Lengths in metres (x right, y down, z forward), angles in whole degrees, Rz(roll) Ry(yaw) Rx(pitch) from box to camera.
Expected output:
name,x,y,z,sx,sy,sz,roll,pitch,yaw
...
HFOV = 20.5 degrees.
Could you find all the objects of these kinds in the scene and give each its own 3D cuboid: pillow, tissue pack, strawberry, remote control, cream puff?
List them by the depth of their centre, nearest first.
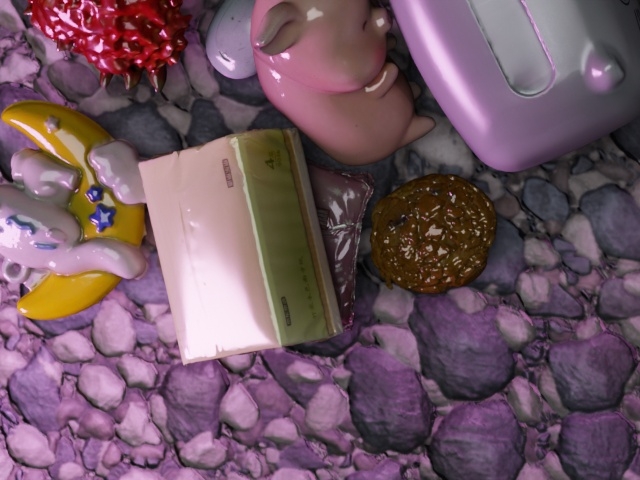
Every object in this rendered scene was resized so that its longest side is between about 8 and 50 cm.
name,x,y,z,sx,sy,sz,roll,pitch,yaw
tissue pack,0.191,-0.243,1.775,0.229,0.236,0.333,-26,94,10
strawberry,-0.236,-0.318,1.861,0.233,0.137,0.306,41,136,31
cream puff,0.119,-0.008,1.884,0.144,0.103,0.126,-17,88,10
tissue pack,-0.087,0.006,1.893,0.159,0.125,0.234,-12,89,40
remote control,-0.033,-0.285,1.931,0.097,0.045,0.256,40,96,9
pillow,0.000,0.000,1.937,0.118,0.043,0.185,13,103,26

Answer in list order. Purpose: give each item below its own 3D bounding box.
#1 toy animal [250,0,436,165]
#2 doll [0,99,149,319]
name,x,y,z,sx,sy,sz,roll,pitch,yaw
toy animal,0.010,-0.186,1.839,0.154,0.166,0.250,-26,130,2
doll,-0.304,-0.027,1.967,0.252,0.111,0.237,26,99,0
